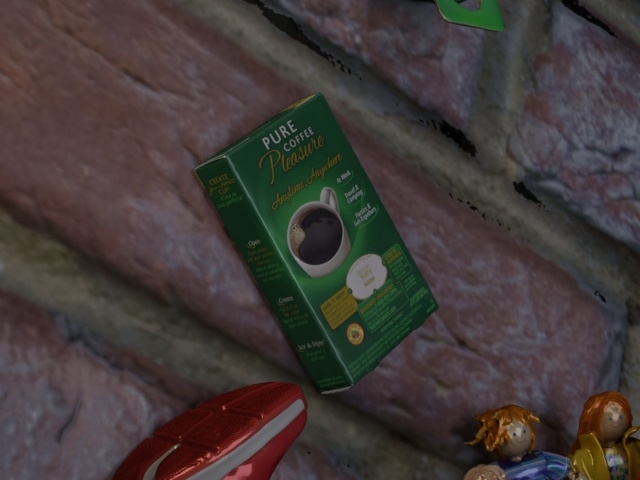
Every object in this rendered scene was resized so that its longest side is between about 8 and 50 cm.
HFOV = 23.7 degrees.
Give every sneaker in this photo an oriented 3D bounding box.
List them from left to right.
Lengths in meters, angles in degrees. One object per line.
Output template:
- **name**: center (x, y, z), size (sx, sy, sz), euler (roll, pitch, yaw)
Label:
- **sneaker**: center (-0.075, 0.191, 0.938), size (0.221, 0.087, 0.128), euler (-36, 111, -28)

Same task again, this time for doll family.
- **doll family**: center (0.181, 0.197, 1.137), size (0.263, 0.118, 0.163), euler (-11, 91, -23)

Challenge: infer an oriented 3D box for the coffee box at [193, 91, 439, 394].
- **coffee box**: center (0.000, 0.000, 1.067), size (0.113, 0.040, 0.184), euler (-39, 104, -40)

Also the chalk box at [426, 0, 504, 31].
- **chalk box**: center (0.096, -0.260, 1.162), size (0.132, 0.132, 0.213), euler (4, 77, -40)
